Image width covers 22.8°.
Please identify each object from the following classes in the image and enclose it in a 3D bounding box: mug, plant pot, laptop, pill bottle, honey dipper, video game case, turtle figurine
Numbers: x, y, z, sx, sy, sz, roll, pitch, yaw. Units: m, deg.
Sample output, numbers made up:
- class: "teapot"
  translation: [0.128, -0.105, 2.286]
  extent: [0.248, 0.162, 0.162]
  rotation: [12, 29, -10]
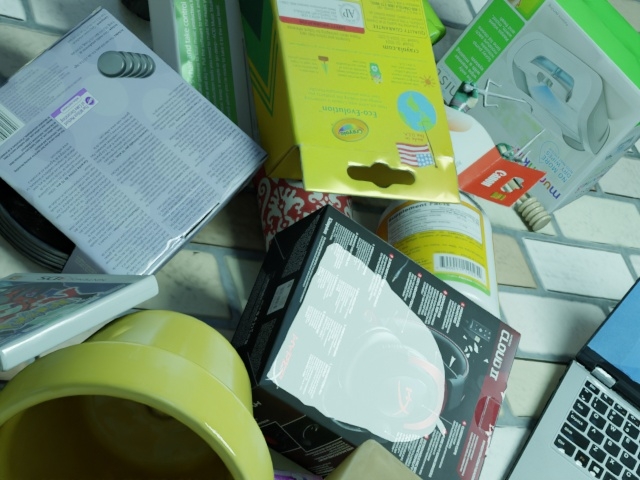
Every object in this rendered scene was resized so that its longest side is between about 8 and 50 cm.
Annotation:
- class: "mug"
  translation: [0.003, -0.006, 1.762]
  extent: [0.150, 0.113, 0.169]
  rotation: [16, 47, -26]
- class: "plant pot"
  translation: [-0.154, 0.179, 1.343]
  extent: [0.254, 0.254, 0.239]
  rotation: [35, 22, -7]
- class: "laptop"
  translation: [0.472, 0.225, 1.783]
  extent: [0.382, 0.236, 0.408]
  rotation: [38, 43, 2]
- class: "pill bottle"
  translation: [0.131, 0.026, 1.812]
  extent: [0.136, 0.136, 0.245]
  rotation: [26, 36, -19]
- class: "honey dipper"
  translation: [0.250, -0.082, 2.119]
  extent: [0.030, 0.030, 0.160]
  rotation: [-11, 59, -46]
- class: "video game case"
  translation: [-0.275, 0.068, 1.406]
  extent: [0.201, 0.183, 0.023]
  rotation: [-29, 113, -51]
- class: "turtle figurine"
  translation: [0.185, -0.112, 2.022]
  extent: [0.234, 0.118, 0.175]
  rotation: [-8, 42, -27]

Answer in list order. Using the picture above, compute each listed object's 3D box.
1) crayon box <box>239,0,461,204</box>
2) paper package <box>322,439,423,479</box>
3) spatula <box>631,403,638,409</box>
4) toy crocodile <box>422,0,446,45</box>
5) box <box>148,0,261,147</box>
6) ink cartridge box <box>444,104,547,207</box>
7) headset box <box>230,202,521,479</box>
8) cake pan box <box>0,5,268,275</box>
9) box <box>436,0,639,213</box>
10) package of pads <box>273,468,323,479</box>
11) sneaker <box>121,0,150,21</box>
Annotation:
- class: "crayon box"
  translation: [0.028, -0.174, 1.755]
  extent: [0.202, 0.081, 0.318]
  rotation: [5, 63, -28]
- class: "paper package"
  translation: [0.053, 0.388, 1.356]
  extent: [0.309, 0.168, 0.325]
  rotation: [40, 36, -3]
- class: "spatula"
  translation: [0.447, 0.316, 1.884]
  extent: [0.084, 0.030, 0.296]
  rotation: [-20, 67, -44]
- class: "toy crocodile"
  translation: [0.052, -0.260, 2.079]
  extent: [0.115, 0.105, 0.340]
  rotation: [50, 42, 8]
- class: "box"
  translation: [-0.048, -0.198, 1.857]
  extent: [0.322, 0.058, 0.232]
  rotation: [-2, 84, -40]
- class: "ink cartridge box"
  translation: [0.167, -0.106, 1.868]
  extent: [0.179, 0.045, 0.145]
  rotation: [20, 27, 19]
- class: "headset box"
  translation: [0.060, 0.138, 1.593]
  extent: [0.293, 0.110, 0.218]
  rotation: [33, 57, -20]
- class: "cake pan box"
  translation: [-0.222, -0.083, 1.630]
  extent: [0.246, 0.070, 0.267]
  rotation: [39, 51, 2]
- class: "box"
  translation: [0.315, -0.213, 2.139]
  extent: [0.262, 0.231, 0.127]
  rotation: [50, 37, 12]
- class: "package of pads"
  translation: [-0.033, 0.248, 1.535]
  extent: [0.083, 0.032, 0.050]
  rotation: [14, 42, -31]
- class: "sneaker"
  translation: [-0.159, -0.353, 1.981]
  extent: [0.130, 0.109, 0.286]
  rotation: [36, 39, -16]
